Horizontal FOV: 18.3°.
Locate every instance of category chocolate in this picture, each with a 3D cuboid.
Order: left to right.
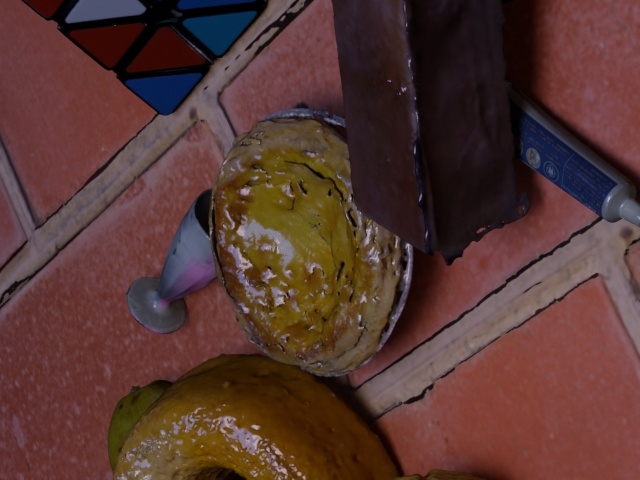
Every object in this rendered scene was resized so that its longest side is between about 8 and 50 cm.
[{"bbox_3d":[0.070,-0.149,1.512,0.112,0.112,0.321,21,128,48],"label":"chocolate"}]

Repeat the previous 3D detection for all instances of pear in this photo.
[{"bbox_3d":[-0.150,0.197,1.892,0.107,0.107,0.131,-47,69,41],"label":"pear"}]

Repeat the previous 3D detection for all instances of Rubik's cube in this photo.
[{"bbox_3d":[-0.198,-0.216,1.767,0.284,0.234,0.250,40,125,33],"label":"Rubik's cube"}]

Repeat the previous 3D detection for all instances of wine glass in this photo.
[{"bbox_3d":[-0.119,0.024,1.854,0.073,0.073,0.155,59,136,20],"label":"wine glass"}]

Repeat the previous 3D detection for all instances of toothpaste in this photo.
[{"bbox_3d":[0.184,-0.066,1.538,0.197,0.035,0.057,42,121,37],"label":"toothpaste"}]

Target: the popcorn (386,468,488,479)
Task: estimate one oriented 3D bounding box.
[{"bbox_3d":[0.095,0.258,1.617,0.152,0.167,0.148,113,173,-77],"label":"popcorn"}]

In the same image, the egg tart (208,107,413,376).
[{"bbox_3d":[0.000,0.000,1.704,0.234,0.094,0.234,12,108,42],"label":"egg tart"}]

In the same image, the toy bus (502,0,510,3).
[{"bbox_3d":[0.146,-0.247,1.520,0.203,0.063,0.090,-35,73,46],"label":"toy bus"}]

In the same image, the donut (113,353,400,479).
[{"bbox_3d":[-0.066,0.243,1.749,0.277,0.108,0.277,6,105,24],"label":"donut"}]
